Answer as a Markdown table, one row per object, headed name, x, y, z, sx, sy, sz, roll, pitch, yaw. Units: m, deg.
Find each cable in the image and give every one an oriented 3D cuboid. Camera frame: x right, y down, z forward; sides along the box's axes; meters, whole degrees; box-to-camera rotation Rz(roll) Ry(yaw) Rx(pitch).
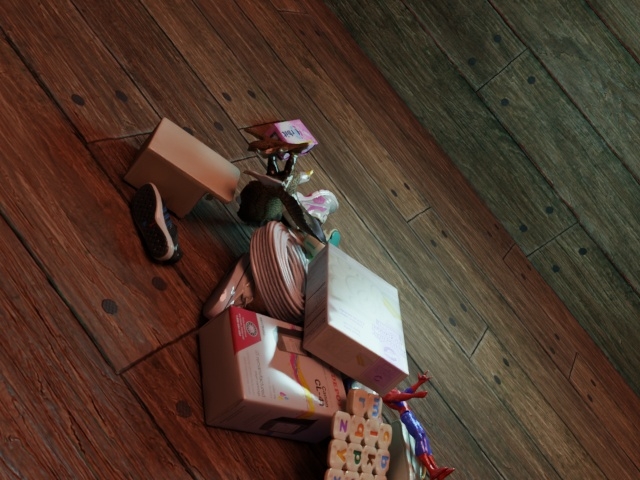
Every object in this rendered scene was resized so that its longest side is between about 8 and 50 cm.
| name | x | y | z | sx | sy | sz | roll | pitch | yaw |
| --- | --- | --- | --- | --- | --- | --- | --- | --- | --- |
| cable | -0.096 | 0.078 | 1.660 | 0.257 | 0.089 | 0.257 | -93 | 162 | -53 |

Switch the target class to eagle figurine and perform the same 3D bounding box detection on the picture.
| name | x | y | z | sx | sy | sz | roll | pitch | yaw |
| --- | --- | --- | --- | --- | --- | --- | --- | --- | --- |
| eagle figurine | -0.092 | -0.115 | 1.726 | 0.225 | 0.298 | 0.226 | -8 | 31 | -16 |

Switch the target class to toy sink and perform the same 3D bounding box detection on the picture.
| name | x | y | z | sx | sy | sz | roll | pitch | yaw |
| --- | --- | --- | --- | --- | --- | --- | --- | --- | --- |
| toy sink | -0.336 | -0.158 | 1.665 | 0.234 | 0.131 | 0.153 | 34 | 33 | -21 |

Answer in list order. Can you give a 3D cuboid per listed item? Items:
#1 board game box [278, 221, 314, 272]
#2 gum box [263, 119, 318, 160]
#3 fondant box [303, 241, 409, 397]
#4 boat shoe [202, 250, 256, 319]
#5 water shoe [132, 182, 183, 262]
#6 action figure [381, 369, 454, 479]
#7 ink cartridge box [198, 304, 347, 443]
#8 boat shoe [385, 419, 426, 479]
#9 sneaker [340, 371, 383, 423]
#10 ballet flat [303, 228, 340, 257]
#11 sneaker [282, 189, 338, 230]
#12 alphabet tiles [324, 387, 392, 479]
| name | x | y | z | sx | sy | sz | roll | pitch | yaw |
| --- | --- | --- | --- | --- | --- | --- | --- | --- | --- |
| board game box | -0.061 | 0.054 | 1.896 | 0.259 | 0.039 | 0.124 | 42 | 29 | -9 |
| gum box | -0.100 | -0.335 | 2.254 | 0.107 | 0.062 | 0.188 | 53 | 29 | 5 |
| fondant box | 0.082 | 0.180 | 1.624 | 0.238 | 0.096 | 0.330 | 34 | 27 | -19 |
| boat shoe | -0.193 | 0.119 | 1.585 | 0.088 | 0.096 | 0.267 | 43 | 20 | -10 |
| water shoe | -0.373 | -0.036 | 1.557 | 0.080 | 0.073 | 0.203 | 41 | 27 | -62 |
| action figure | 0.244 | 0.412 | 1.622 | 0.280 | 0.139 | 0.091 | 53 | 6 | 32 |
| ink cartridge box | -0.100 | 0.293 | 1.470 | 0.306 | 0.131 | 0.226 | 21 | 40 | -39 |
| boat shoe | 0.204 | 0.561 | 1.599 | 0.091 | 0.109 | 0.305 | 35 | 29 | -16 |
| sneaker | 0.091 | 0.401 | 1.661 | 0.152 | 0.114 | 0.305 | 58 | 24 | -26 |
| ballet flat | 0.000 | 0.000 | 1.970 | 0.086 | 0.086 | 0.248 | 52 | 10 | 3 |
| sneaker | -0.029 | -0.079 | 2.036 | 0.252 | 0.103 | 0.111 | -10 | 68 | -50 |
| alphabet tiles | 0.082 | 0.469 | 1.467 | 0.278 | 0.021 | 0.284 | 32 | 60 | -53 |
